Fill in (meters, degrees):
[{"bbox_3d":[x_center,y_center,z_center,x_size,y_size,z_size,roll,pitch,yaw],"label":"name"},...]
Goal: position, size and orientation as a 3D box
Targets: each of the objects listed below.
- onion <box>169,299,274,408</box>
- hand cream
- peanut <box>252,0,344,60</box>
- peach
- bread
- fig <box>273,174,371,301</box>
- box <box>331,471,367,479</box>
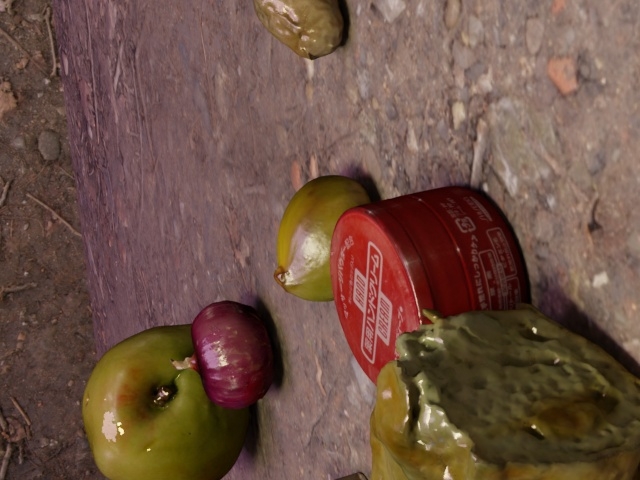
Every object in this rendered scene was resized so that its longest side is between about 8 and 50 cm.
[{"bbox_3d":[-0.146,0.184,1.606,0.177,0.153,0.177,20,115,50],"label":"onion"},{"bbox_3d":[0.102,0.046,0.978,0.193,0.125,0.193,169,90,-67],"label":"hand cream"},{"bbox_3d":[-0.039,-0.298,1.189,0.099,0.099,0.214,102,152,-45],"label":"peanut"},{"bbox_3d":[-0.265,0.309,1.772,0.281,0.314,0.316,48,151,24],"label":"peach"},{"bbox_3d":[0.148,0.198,0.845,0.196,0.238,0.252,-102,20,-51],"label":"bread"},{"bbox_3d":[0.011,-0.002,1.184,0.136,0.120,0.153,133,145,-69],"label":"fig"},{"bbox_3d":[0.015,0.508,1.344,0.225,0.190,0.297,47,144,50],"label":"box"}]
